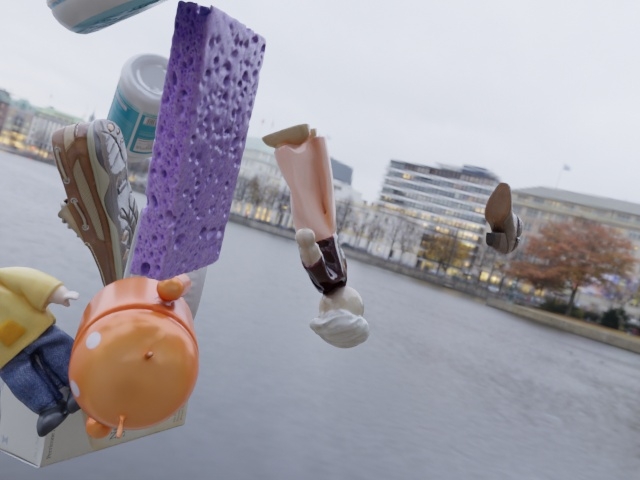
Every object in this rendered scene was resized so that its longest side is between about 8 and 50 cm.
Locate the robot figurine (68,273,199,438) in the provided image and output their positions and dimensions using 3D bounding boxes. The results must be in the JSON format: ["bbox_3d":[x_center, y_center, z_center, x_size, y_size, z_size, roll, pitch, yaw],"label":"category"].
[{"bbox_3d":[-0.193,0.112,0.654,0.158,0.128,0.219,-26,19,-8],"label":"robot figurine"}]

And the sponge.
[{"bbox_3d":[-0.097,-0.076,0.513,0.031,0.209,0.117,16,11,13],"label":"sponge"}]

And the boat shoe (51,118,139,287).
[{"bbox_3d":[-0.403,-0.058,1.116,0.117,0.324,0.123,-1,22,1],"label":"boat shoe"}]

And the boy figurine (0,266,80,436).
[{"bbox_3d":[-0.399,0.104,0.795,0.285,0.177,0.092,56,-4,-12],"label":"boy figurine"}]

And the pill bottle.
[{"bbox_3d":[-0.394,-0.281,1.384,0.146,0.146,0.264,17,-33,-22],"label":"pill bottle"}]

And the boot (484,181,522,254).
[{"bbox_3d":[0.305,-0.034,1.016,0.042,0.118,0.087,22,14,41],"label":"boot"}]

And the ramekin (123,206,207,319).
[{"bbox_3d":[-0.251,0.057,0.986,0.109,0.207,0.207,13,1,-20],"label":"ramekin"}]

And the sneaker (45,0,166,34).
[{"bbox_3d":[-0.095,-0.287,0.394,0.127,0.319,0.208,2,-46,46],"label":"sneaker"}]

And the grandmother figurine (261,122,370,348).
[{"bbox_3d":[0.000,0.000,0.940,0.104,0.342,0.208,-15,3,18],"label":"grandmother figurine"}]

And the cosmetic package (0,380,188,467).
[{"bbox_3d":[-0.358,0.250,1.035,0.113,0.160,0.309,9,2,28],"label":"cosmetic package"}]
